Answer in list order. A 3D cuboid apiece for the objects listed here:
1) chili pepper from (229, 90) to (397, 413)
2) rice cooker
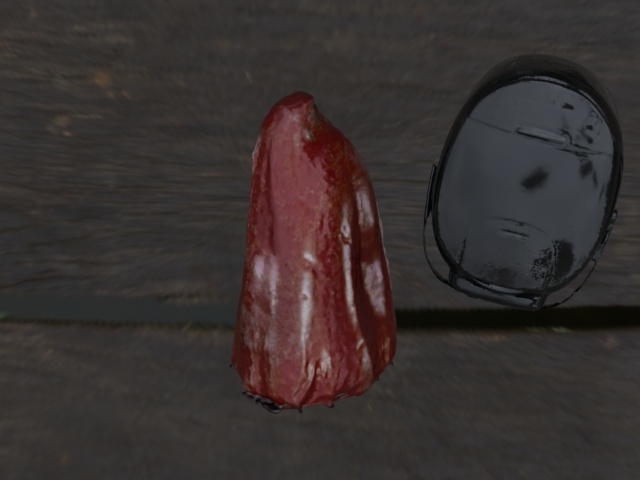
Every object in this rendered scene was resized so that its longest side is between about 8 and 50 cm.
[{"bbox_3d":[0.000,0.000,1.532,0.144,0.136,0.252,-5,112,-14],"label":"chili pepper"},{"bbox_3d":[0.155,-0.043,1.446,0.142,0.118,0.203,17,120,2],"label":"rice cooker"}]
